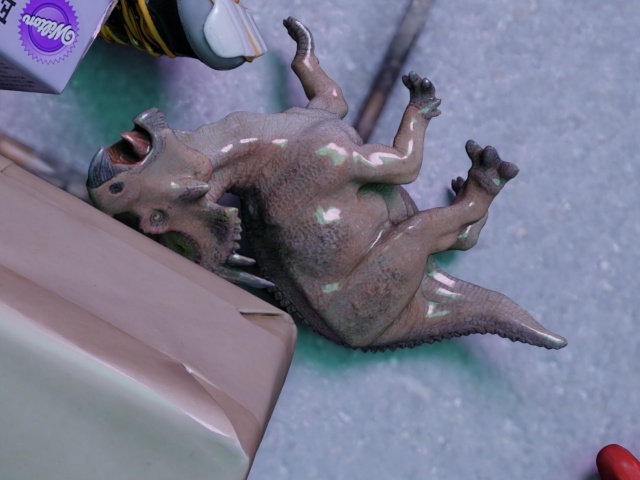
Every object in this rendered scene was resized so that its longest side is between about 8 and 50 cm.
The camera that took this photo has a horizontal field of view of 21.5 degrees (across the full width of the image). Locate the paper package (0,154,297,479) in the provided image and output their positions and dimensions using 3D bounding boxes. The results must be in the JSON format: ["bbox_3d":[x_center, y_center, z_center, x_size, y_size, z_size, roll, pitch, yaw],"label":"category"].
[{"bbox_3d":[-0.213,0.127,0.796,0.309,0.168,0.325,28,108,-1],"label":"paper package"}]

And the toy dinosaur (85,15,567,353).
[{"bbox_3d":[0.000,0.000,1.003,0.296,0.127,0.200,43,78,-18],"label":"toy dinosaur"}]

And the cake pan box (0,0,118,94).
[{"bbox_3d":[-0.272,-0.165,0.839,0.246,0.267,0.070,39,70,-40],"label":"cake pan box"}]

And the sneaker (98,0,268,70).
[{"bbox_3d":[-0.096,-0.141,0.972,0.083,0.215,0.084,-29,121,-8],"label":"sneaker"}]

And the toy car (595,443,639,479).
[{"bbox_3d":[0.203,0.189,1.021,0.136,0.159,0.182,30,69,28],"label":"toy car"}]
